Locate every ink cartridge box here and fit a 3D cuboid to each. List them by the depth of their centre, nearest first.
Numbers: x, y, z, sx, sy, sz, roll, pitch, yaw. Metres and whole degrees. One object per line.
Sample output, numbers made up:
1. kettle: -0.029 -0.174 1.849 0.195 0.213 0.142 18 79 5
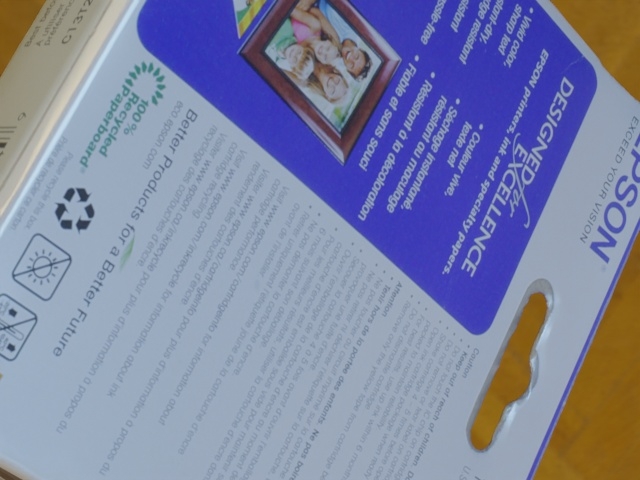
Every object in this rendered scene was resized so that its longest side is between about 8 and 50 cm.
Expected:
1. ink cartridge box: 0.000 0.000 0.451 0.045 0.208 0.206 6 63 49
